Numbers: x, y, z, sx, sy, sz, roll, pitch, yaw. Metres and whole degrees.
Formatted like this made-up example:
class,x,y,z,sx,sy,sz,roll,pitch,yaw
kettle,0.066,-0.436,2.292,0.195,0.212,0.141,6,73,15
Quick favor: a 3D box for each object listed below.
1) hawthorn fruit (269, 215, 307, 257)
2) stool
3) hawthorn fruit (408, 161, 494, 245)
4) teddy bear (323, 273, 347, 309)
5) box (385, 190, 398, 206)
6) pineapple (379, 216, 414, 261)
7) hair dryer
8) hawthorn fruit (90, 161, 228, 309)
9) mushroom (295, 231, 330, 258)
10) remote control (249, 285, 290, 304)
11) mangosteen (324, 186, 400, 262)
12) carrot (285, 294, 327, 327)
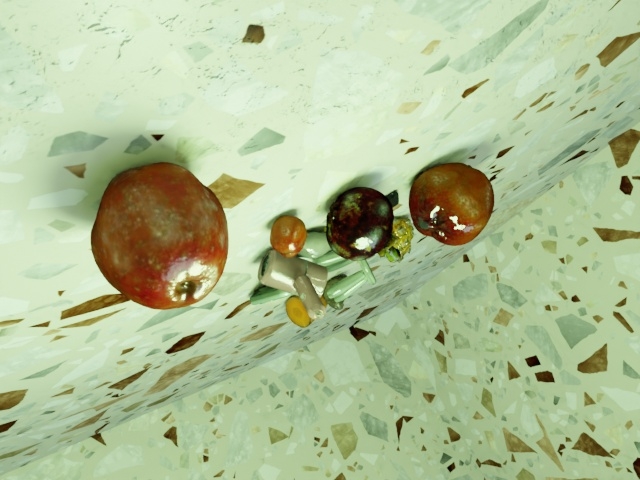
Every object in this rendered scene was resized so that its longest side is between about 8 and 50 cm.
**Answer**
class,x,y,z,sx,sy,sz,roll,pitch,yaw
hawthorn fruit,-0.095,-0.011,1.476,0.128,0.128,0.128,-26,162,-9
stool,0.102,0.129,2.034,0.198,0.195,0.195,-28,163,3
hawthorn fruit,0.457,-0.124,1.726,0.311,0.295,0.295,-15,158,-27
teddy bear,0.087,0.248,2.459,0.140,0.177,0.190,13,179,25
box,0.223,-0.125,1.795,0.126,0.027,0.125,-30,165,2
pineapple,0.335,0.005,2.107,0.158,0.161,0.334,-28,160,-9
hair dryer,-0.065,0.148,1.579,0.210,0.352,0.125,21,101,-21
hawthorn fruit,-0.306,-0.007,0.962,0.284,0.284,0.284,-26,162,-9
mushroom,0.000,0.000,1.713,0.225,0.093,0.116,-28,-173,-32
remote control,-0.162,0.188,1.896,0.128,0.066,0.335,-20,178,-31
mangosteen,0.152,-0.033,1.547,0.289,0.231,0.231,28,131,-25
carrot,-0.040,0.312,2.421,0.225,0.159,0.159,-21,163,-48
